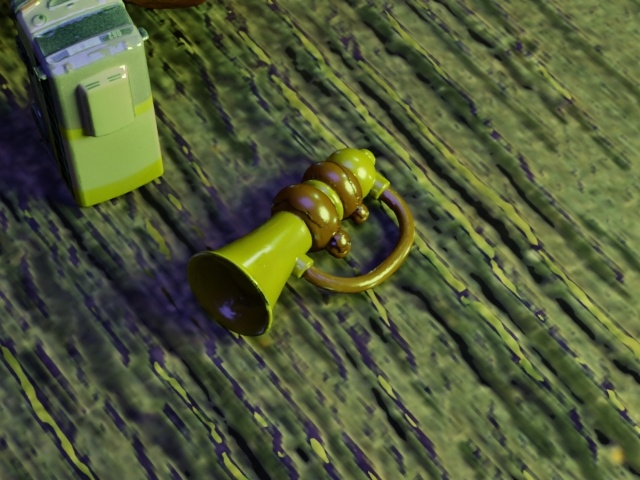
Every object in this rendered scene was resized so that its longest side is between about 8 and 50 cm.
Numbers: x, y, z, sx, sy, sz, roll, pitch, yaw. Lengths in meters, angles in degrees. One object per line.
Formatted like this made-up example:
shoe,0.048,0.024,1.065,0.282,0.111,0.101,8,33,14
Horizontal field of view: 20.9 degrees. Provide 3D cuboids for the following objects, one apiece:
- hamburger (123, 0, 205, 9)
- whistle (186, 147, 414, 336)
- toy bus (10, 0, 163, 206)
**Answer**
hamburger,-0.152,-0.235,0.810,0.225,0.291,0.291,2,52,-7
whistle,-0.001,-0.003,0.768,0.057,0.046,0.109,23,50,37
toy bus,-0.104,-0.067,0.784,0.052,0.102,0.058,-24,57,-15
